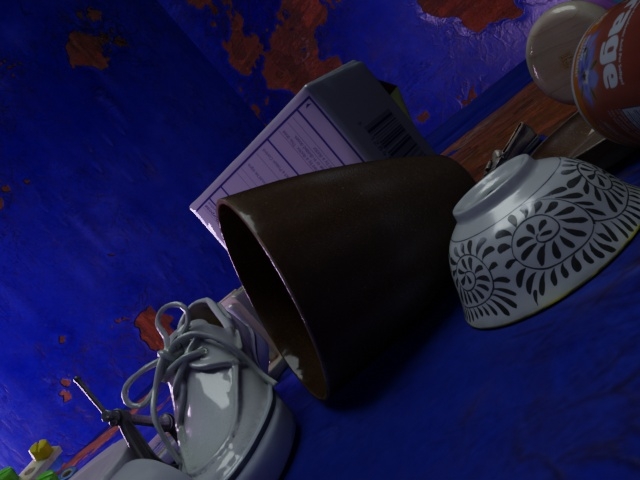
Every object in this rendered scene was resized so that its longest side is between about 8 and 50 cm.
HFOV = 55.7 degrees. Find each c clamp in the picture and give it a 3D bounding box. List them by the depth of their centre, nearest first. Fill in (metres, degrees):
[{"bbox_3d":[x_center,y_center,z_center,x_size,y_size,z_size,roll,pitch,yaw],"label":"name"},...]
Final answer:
[{"bbox_3d":[-0.178,0.206,0.647,0.022,0.137,0.161,-44,-29,-5],"label":"c clamp"}]

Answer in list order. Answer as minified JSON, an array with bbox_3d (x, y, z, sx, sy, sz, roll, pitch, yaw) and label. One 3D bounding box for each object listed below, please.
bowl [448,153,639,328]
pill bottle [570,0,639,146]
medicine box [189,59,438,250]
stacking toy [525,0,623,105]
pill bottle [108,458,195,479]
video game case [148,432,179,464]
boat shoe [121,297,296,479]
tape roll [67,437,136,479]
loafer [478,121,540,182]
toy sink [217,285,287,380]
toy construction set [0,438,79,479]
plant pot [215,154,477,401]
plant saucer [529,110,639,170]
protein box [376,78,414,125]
[{"bbox_3d":[0.159,-0.015,0.484,0.170,0.080,0.170,-42,4,4],"label":"bowl"},{"bbox_3d":[0.259,-0.123,0.395,0.121,0.121,0.216,-41,4,7],"label":"pill bottle"},{"bbox_3d":[0.012,-0.045,0.837,0.289,0.263,0.149,-37,5,39],"label":"medicine box"},{"bbox_3d":[0.442,-0.325,0.885,0.330,0.141,0.141,-37,2,-30],"label":"stacking toy"},{"bbox_3d":[-0.142,0.226,0.264,0.146,0.146,0.264,-38,5,40],"label":"pill bottle"},{"bbox_3d":[-0.244,0.326,0.979,0.193,0.023,0.212,-37,5,45],"label":"video game case"},{"bbox_3d":[-0.128,0.140,0.652,0.136,0.156,0.367,-41,16,4],"label":"boat shoe"},{"bbox_3d":[-0.265,0.331,0.593,0.286,0.100,0.286,-41,4,4],"label":"tape roll"},{"bbox_3d":[0.267,-0.123,0.881,0.125,0.039,0.045,-42,5,-17],"label":"loafer"},{"bbox_3d":[-0.104,0.134,0.956,0.153,0.131,0.234,-38,6,42],"label":"toy sink"},{"bbox_3d":[-0.447,0.435,0.815,0.215,0.151,0.328,2,46,47],"label":"toy construction set"},{"bbox_3d":[0.047,0.007,0.611,0.230,0.215,0.215,-28,0,-16],"label":"plant pot"},{"bbox_3d":[0.295,-0.118,0.605,0.198,0.036,0.198,-42,4,3],"label":"plant saucer"},{"bbox_3d":[0.054,-0.145,1.052,0.136,0.200,0.201,6,-34,-36],"label":"protein box"}]
